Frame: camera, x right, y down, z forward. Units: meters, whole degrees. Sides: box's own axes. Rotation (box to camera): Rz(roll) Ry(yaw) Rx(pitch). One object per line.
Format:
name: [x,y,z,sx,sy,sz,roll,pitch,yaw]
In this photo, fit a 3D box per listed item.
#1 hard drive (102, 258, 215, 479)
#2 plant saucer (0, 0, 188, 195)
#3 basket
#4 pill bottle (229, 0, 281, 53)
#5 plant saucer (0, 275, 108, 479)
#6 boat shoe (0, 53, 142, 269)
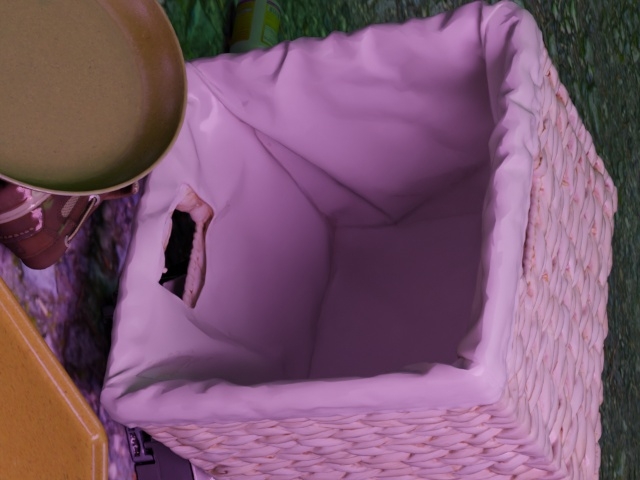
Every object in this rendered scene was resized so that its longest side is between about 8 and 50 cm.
hard drive: [-0.065,0.123,1.751,0.339,0.064,0.237,-21,101,-63]
plant saucer: [-0.212,-0.134,1.451,0.241,0.037,0.241,16,57,-27]
basket: [0.050,0.031,1.566,0.266,0.331,0.328,46,45,-48]
pill bottle: [-0.063,-0.190,1.871,0.043,0.043,0.083,48,41,-49]
plant saucer: [-0.206,0.152,1.175,0.333,0.081,0.332,64,16,-46]
boat shoe: [-0.180,-0.073,1.543,0.257,0.095,0.095,-53,125,-41]
